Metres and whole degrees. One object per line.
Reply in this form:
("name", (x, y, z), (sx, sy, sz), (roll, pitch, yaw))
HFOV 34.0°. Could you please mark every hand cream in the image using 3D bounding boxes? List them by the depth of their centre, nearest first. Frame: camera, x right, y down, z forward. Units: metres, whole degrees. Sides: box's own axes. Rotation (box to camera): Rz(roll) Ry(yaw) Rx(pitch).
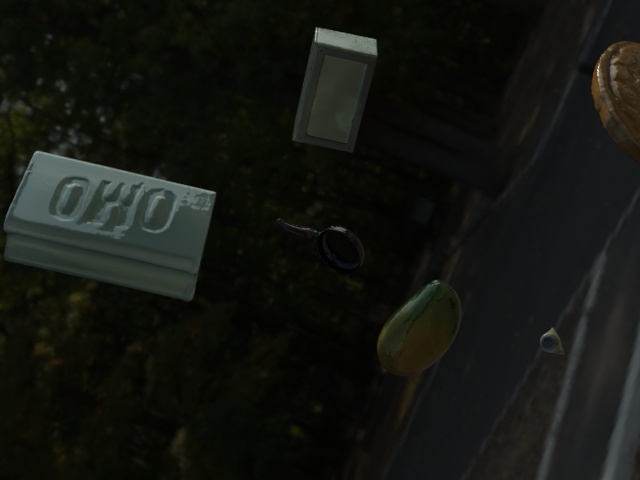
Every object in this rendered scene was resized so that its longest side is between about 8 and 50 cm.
("hand cream", (0.272, 0.119, 1.222), (0.022, 0.035, 0.102), (-25, -11, 15))

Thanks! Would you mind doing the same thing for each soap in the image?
("soap", (-0.291, -0.022, 1.471), (0.160, 0.265, 0.088), (-82, 7, -46))

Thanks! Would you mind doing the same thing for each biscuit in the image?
("biscuit", (0.691, -0.247, 2.032), (0.385, 0.365, 0.062), (-78, 15, -47))

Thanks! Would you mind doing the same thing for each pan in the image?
("pan", (0.001, -0.002, 2.268), (0.040, 0.212, 0.115), (-51, -17, -45))

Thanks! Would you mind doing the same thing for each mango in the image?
("mango", (0.176, 0.155, 1.838), (0.092, 0.130, 0.195), (-116, 44, -57))

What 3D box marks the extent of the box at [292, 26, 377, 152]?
("box", (0.028, -0.303, 2.133), (0.086, 0.129, 0.225), (-87, 9, -56))
